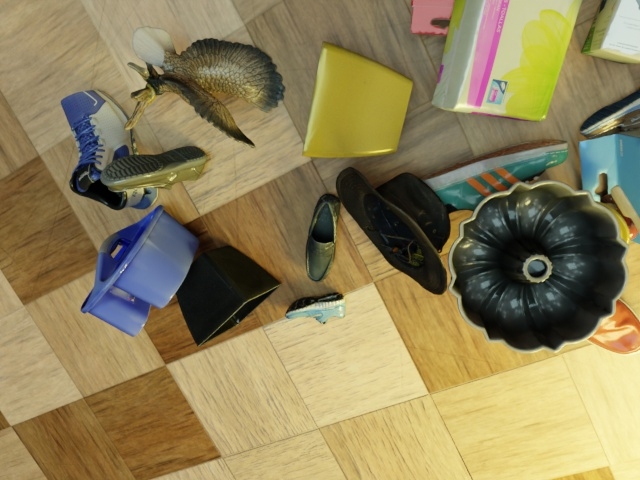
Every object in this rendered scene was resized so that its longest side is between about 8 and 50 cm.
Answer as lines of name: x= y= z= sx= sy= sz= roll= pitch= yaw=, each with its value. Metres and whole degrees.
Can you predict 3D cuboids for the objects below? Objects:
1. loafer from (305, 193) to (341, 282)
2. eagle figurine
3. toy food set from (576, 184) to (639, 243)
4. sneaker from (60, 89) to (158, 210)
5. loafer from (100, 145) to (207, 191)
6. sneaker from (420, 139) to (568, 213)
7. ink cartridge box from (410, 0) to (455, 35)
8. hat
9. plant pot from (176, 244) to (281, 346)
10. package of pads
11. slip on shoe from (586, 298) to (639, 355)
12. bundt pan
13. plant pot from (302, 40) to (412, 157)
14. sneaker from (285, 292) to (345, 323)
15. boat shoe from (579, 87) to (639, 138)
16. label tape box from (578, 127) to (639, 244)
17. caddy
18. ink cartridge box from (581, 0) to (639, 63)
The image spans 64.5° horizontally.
loafer: x=0.000 y=0.000 z=1.204 sx=0.076 sy=0.078 sz=0.224 roll=13 pitch=110 yaw=9
eagle figurine: x=-0.253 y=-0.330 z=1.108 sx=0.298 sy=0.225 sz=0.227 roll=10 pitch=99 yaw=21
toy food set: x=0.567 y=-0.033 z=1.021 sx=0.071 sy=0.218 sz=0.128 roll=-31 pitch=82 yaw=-23
sneaker: x=-0.522 y=-0.204 z=1.205 sx=0.127 sy=0.182 sz=0.316 roll=-24 pitch=101 yaw=17
loafer: x=-0.377 y=-0.149 z=1.177 sx=0.094 sy=0.251 sz=0.088 roll=44 pitch=138 yaw=34
sneaker: x=0.370 y=-0.122 z=1.073 sx=0.301 sy=0.108 sz=0.121 roll=-16 pitch=104 yaw=25
ink cartridge box: x=0.251 y=-0.519 z=0.983 sx=0.134 sy=0.078 sz=0.231 roll=8 pitch=109 yaw=11
hat: x=0.186 y=-0.049 z=1.073 sx=0.134 sy=0.331 sz=0.331 roll=-40 pitch=96 yaw=-9
plant pot: x=-0.246 y=0.121 z=1.252 sx=0.187 sy=0.188 sz=0.167 roll=-43 pitch=82 yaw=21
package of pads: x=0.355 y=-0.381 z=0.944 sx=0.229 sy=0.101 sz=0.297 roll=1 pitch=111 yaw=-22
slip on shoe: x=0.575 y=0.141 z=1.107 sx=0.331 sy=0.101 sz=0.123 roll=41 pitch=110 yaw=-3
bundt pan: x=0.405 y=0.045 z=0.995 sx=0.330 sy=0.124 sz=0.331 roll=0 pitch=96 yaw=4
plant pot: x=0.074 y=-0.276 z=1.043 sx=0.187 sy=0.212 sz=0.212 roll=11 pitch=110 yaw=-4
sneaker: x=-0.012 y=0.184 z=1.275 sx=0.162 sy=0.063 sz=0.073 roll=-10 pitch=108 yaw=16
boat shoe: x=0.609 y=-0.245 z=0.995 sx=0.183 sy=0.066 sz=0.066 roll=-29 pitch=107 yaw=24
label tape box: x=0.699 y=-0.105 z=0.975 sx=0.333 sy=0.106 sz=0.241 roll=-12 pitch=116 yaw=16
caddy: x=-0.434 y=0.055 z=1.198 sx=0.179 sy=0.341 sz=0.241 roll=38 pitch=112 yaw=-20
ink cartridge box: x=0.563 y=-0.433 z=0.898 sx=0.093 sy=0.154 sz=0.213 roll=19 pitch=111 yaw=8
